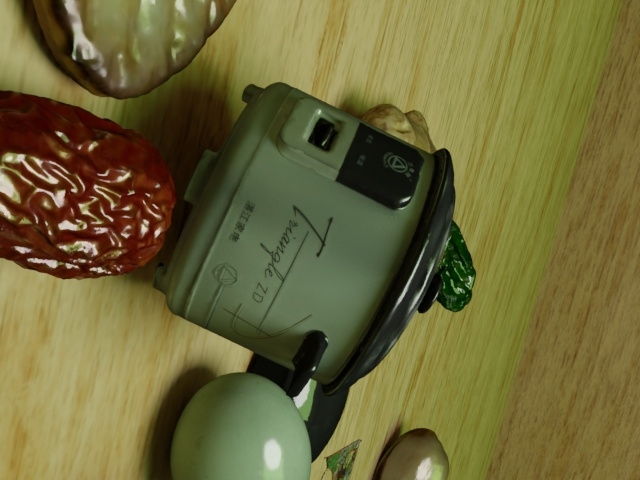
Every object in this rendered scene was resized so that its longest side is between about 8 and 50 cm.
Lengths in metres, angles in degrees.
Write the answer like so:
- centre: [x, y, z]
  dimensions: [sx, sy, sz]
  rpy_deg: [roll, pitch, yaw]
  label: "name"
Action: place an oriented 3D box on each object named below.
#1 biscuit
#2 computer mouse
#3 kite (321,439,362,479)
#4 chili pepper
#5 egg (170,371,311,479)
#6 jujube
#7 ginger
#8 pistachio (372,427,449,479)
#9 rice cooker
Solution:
- centre: [-0.108, -0.237, 0.533]
  dimensions: [0.299, 0.045, 0.154]
  rpy_deg: [-61, 150, -24]
  label: "biscuit"
- centre: [-0.022, 0.198, 0.891]
  dimensions: [0.170, 0.100, 0.269]
  rpy_deg: [33, 76, -64]
  label: "computer mouse"
- centre: [0.014, 0.446, 1.203]
  dimensions: [0.244, 0.006, 0.198]
  rpy_deg: [-54, 148, -32]
  label: "kite"
- centre: [0.250, 0.046, 1.335]
  dimensions: [0.099, 0.083, 0.253]
  rpy_deg: [-51, 144, -19]
  label: "chili pepper"
- centre: [-0.084, 0.231, 0.736]
  dimensions: [0.149, 0.149, 0.192]
  rpy_deg: [-37, 134, -49]
  label: "egg"
- centre: [-0.179, -0.036, 0.463]
  dimensions: [0.176, 0.109, 0.112]
  rpy_deg: [20, 51, -55]
  label: "jujube"
- centre: [0.111, -0.059, 0.971]
  dimensions: [0.354, 0.126, 0.190]
  rpy_deg: [73, 32, -52]
  label: "ginger"
- centre: [0.180, 0.486, 1.409]
  dimensions: [0.215, 0.144, 0.144]
  rpy_deg: [-58, 150, -14]
  label: "pistachio"
- centre: [0.000, 0.000, 0.609]
  dimensions: [0.241, 0.227, 0.280]
  rpy_deg: [-60, -175, 46]
  label: "rice cooker"
